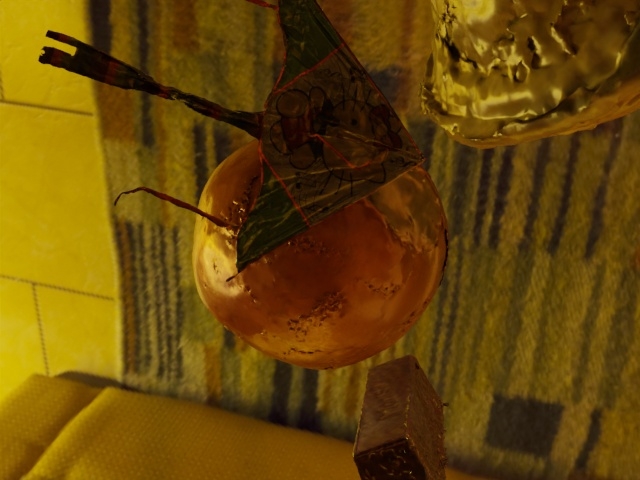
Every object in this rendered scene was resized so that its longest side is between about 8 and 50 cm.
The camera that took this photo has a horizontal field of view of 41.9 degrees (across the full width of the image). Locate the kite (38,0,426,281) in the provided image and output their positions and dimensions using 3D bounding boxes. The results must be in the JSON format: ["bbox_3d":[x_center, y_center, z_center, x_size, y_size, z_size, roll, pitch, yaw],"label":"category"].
[{"bbox_3d":[-0.056,-0.075,0.510,0.244,0.006,0.198,15,99,2],"label":"kite"}]

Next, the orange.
[{"bbox_3d":[0.000,0.000,0.784,0.240,0.240,0.240,8,118,16],"label":"orange"}]

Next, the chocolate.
[{"bbox_3d":[0.112,0.266,1.194,0.112,0.321,0.112,-24,98,13],"label":"chocolate"}]

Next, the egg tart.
[{"bbox_3d":[0.176,-0.218,0.576,0.132,0.341,0.341,38,125,-27],"label":"egg tart"}]
